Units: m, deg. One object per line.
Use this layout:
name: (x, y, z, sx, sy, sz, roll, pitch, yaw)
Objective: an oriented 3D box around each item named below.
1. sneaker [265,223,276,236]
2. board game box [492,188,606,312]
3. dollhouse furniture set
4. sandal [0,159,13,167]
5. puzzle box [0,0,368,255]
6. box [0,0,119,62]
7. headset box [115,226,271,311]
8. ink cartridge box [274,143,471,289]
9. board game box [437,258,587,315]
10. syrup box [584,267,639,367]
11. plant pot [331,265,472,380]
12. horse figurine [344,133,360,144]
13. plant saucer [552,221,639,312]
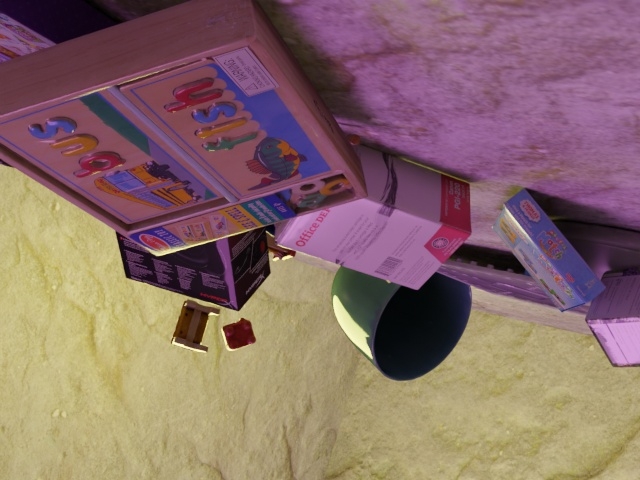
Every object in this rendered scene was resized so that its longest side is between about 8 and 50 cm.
sneaker: (-0.004, -0.053, 1.474, 0.112, 0.131, 0.296, 21, 172, -25)
board game box: (0.298, 0.019, 1.311, 0.160, 0.039, 0.211, 52, -179, 9)
dollhouse furniture set: (-0.190, 0.080, 2.194, 0.201, 0.374, 0.152, 20, 170, -17)
sandal: (-0.587, -0.194, 2.122, 0.303, 0.120, 0.086, 23, -160, -39)
puzzle box: (-0.128, -0.091, 0.968, 0.272, 0.052, 0.409, -15, 161, 12)
box: (-0.310, -0.224, 1.011, 0.201, 0.057, 0.293, 14, 175, 26)
headset box: (-0.203, -0.059, 1.479, 0.218, 0.110, 0.293, 14, 131, 23)
ink cartridge box: (0.067, -0.035, 1.299, 0.218, 0.092, 0.158, 17, 143, -16)
board game box: (0.416, 0.083, 2.027, 0.390, 0.050, 0.390, 11, 173, 46)
syrup box: (0.464, 0.091, 1.221, 0.237, 0.096, 0.093, -10, 125, 43)
plant pot: (0.163, 0.142, 2.277, 0.293, 0.293, 0.235, 22, -172, -43)
horse figurine: (-0.081, -0.137, 1.136, 0.174, 0.066, 0.263, 17, -176, 40)
plant saucer: (0.488, 0.076, 1.436, 0.400, 0.100, 0.400, 17, 175, 2)
